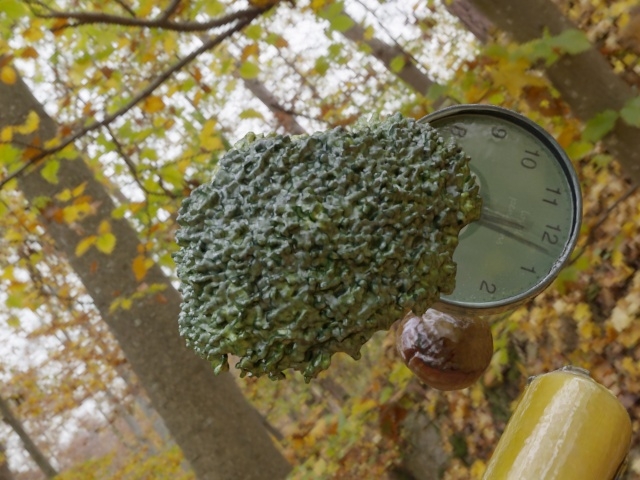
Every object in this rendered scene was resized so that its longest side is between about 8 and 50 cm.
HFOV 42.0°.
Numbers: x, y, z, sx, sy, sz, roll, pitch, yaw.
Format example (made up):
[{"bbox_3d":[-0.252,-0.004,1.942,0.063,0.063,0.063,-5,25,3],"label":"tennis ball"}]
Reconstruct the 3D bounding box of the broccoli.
[{"bbox_3d":[-0.008,-0.016,0.915,0.375,0.249,0.302,-40,14,-13],"label":"broccoli"}]

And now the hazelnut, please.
[{"bbox_3d":[0.290,0.257,2.000,0.229,0.229,0.229,-41,-14,-13],"label":"hazelnut"}]

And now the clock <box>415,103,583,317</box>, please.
[{"bbox_3d":[0.227,-0.047,1.235,0.319,0.319,0.066,-43,-8,-5],"label":"clock"}]

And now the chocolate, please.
[{"bbox_3d":[0.247,0.355,1.009,0.445,0.162,0.162,-47,-9,-41],"label":"chocolate"}]
